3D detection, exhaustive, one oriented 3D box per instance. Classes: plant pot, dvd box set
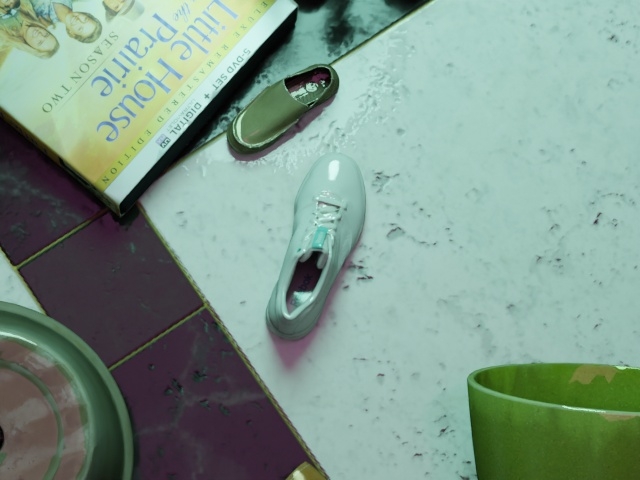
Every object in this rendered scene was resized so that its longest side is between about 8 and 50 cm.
[{"bbox_3d":[0.274,0.287,1.364,0.275,0.275,0.293,3,94,-3],"label":"plant pot"},{"bbox_3d":[-0.322,0.193,1.285,0.323,0.280,0.323,3,76,-14],"label":"plant pot"},{"bbox_3d":[-0.280,-0.272,1.530,0.420,0.062,0.307,40,78,5],"label":"dvd box set"}]

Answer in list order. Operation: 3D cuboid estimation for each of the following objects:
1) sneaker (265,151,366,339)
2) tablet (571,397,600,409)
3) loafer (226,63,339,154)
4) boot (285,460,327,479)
[{"bbox_3d":[0.000,0.000,1.473,0.080,0.094,0.212,16,77,1],"label":"sneaker"},{"bbox_3d":[0.292,0.194,1.496,0.054,0.006,0.083,33,77,4],"label":"tablet"},{"bbox_3d":[-0.042,-0.152,1.526,0.148,0.050,0.056,-40,83,-11],"label":"loafer"},{"bbox_3d":[-0.026,0.383,1.386,0.220,0.109,0.283,41,89,13],"label":"boot"}]
